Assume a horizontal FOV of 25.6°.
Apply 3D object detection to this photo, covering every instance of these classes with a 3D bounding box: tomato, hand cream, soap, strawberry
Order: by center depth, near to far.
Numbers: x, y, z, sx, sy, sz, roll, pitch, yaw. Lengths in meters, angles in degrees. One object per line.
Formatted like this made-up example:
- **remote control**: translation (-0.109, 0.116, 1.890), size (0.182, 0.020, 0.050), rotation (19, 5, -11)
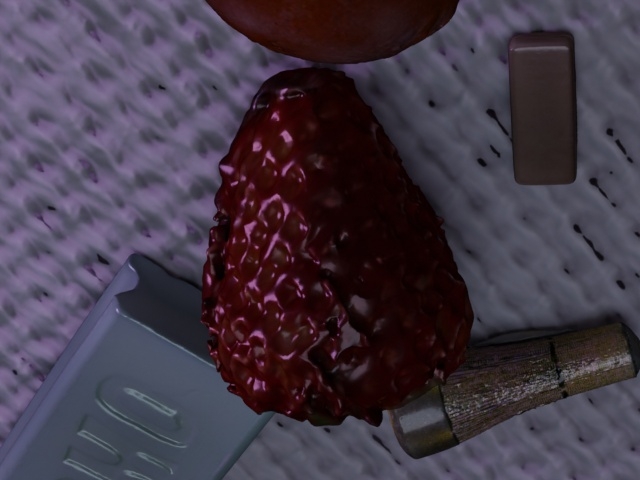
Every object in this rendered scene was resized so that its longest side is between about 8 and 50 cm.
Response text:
- **tomato**: translation (0.007, -0.213, 0.845), size (0.184, 0.208, 0.208), rotation (25, 124, 18)
- **strawberry**: translation (0.000, 0.000, 0.996), size (0.205, 0.205, 0.244), rotation (-6, 107, 10)
- **hand cream**: translation (0.153, 0.109, 1.106), size (0.203, 0.084, 0.084), rotation (-16, 119, 11)
- **soap**: translation (-0.156, 0.157, 1.161), size (0.160, 0.087, 0.265), rotation (30, 120, -13)

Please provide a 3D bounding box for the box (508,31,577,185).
- **box**: translation (0.159, -0.093, 1.006), size (0.048, 0.025, 0.115), rotation (-1, 122, 13)
